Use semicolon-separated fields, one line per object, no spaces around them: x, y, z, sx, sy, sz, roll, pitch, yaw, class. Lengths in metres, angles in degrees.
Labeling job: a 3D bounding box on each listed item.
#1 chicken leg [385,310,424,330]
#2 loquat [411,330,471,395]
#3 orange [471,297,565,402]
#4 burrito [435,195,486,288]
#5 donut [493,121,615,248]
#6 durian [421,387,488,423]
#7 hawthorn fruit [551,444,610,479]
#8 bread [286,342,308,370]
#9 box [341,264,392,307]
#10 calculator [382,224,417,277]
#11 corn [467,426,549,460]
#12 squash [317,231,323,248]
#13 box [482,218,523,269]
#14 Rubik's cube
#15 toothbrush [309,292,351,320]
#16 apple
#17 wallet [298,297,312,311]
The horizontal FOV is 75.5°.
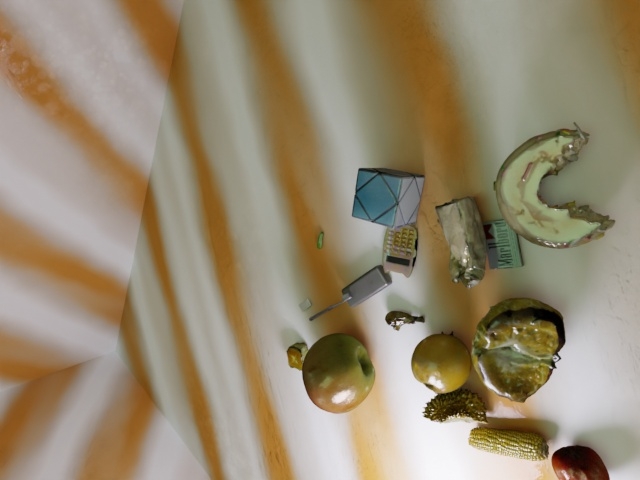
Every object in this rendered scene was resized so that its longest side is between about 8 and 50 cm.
0.363;0.347;1.783;0.178;0.070;0.093;-9;99;29;chicken leg
0.473;0.471;1.624;0.244;0.244;0.243;8;103;37;loquat
0.664;0.352;1.442;0.271;0.210;0.368;9;110;-3;orange
0.536;0.004;1.525;0.190;0.135;0.331;-179;74;-74;burrito
0.738;-0.155;1.341;0.307;0.150;0.371;-18;87;39;donut
0.522;0.650;1.633;0.250;0.183;0.137;-4;98;-7;durian
0.889;0.798;1.397;0.157;0.157;0.194;-35;74;36;hawthorn fruit
-0.121;0.614;2.196;0.128;0.069;0.140;-4;99;39;bread
0.207;0.209;1.878;0.244;0.055;0.103;-40;75;36;box
0.340;0.033;1.760;0.157;0.033;0.236;13;104;36;calculator
0.707;0.767;1.573;0.293;0.106;0.106;-10;92;41;corn
-0.001;0.000;2.020;0.027;0.027;0.089;18;107;34;squash
0.662;0.014;1.503;0.115;0.036;0.177;-9;93;40;box
0.272;-0.177;1.662;0.205;0.207;0.205;18;108;34;Rubik's cube
0.040;0.326;2.008;0.354;0.024;0.029;-40;68;47;toothbrush
0.091;0.597;1.883;0.305;0.338;0.338;-38;74;15;apple
-0.079;0.336;2.149;0.083;0.011;0.044;-40;74;35;wallet
